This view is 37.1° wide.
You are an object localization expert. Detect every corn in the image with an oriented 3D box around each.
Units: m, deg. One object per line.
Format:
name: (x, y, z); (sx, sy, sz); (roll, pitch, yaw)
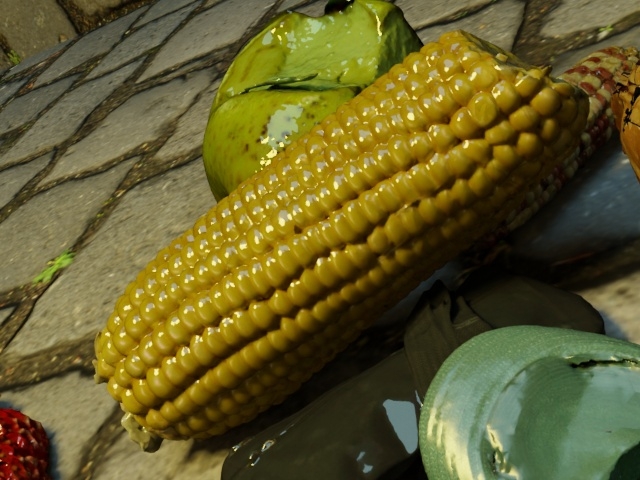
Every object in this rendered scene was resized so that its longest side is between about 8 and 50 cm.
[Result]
corn: (0.000, 0.000, 0.654); (0.387, 0.144, 0.144); (-42, 23, 15)
corn: (0.171, -0.077, 0.750); (0.237, 0.079, 0.079); (-42, 28, -21)

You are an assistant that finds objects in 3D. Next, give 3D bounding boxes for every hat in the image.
hat: (0.143, 0.113, 0.449); (0.191, 0.078, 0.138); (25, 66, 38)

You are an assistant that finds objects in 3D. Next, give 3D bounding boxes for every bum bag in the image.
bum bag: (0.056, 0.097, 0.582); (0.248, 0.060, 0.123); (-36, 25, -14)

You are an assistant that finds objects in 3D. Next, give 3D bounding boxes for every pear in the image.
pear: (-0.032, -0.097, 0.911); (0.238, 0.164, 0.255); (-8, 35, 36)

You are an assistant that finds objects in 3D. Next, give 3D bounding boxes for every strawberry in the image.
strawberry: (-0.273, 0.183, 0.760); (0.121, 0.082, 0.188); (-38, 23, -20)

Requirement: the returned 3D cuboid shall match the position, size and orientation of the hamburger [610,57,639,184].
hamburger: (0.219, 0.001, 0.407); (0.107, 0.231, 0.231); (-35, 24, 16)
